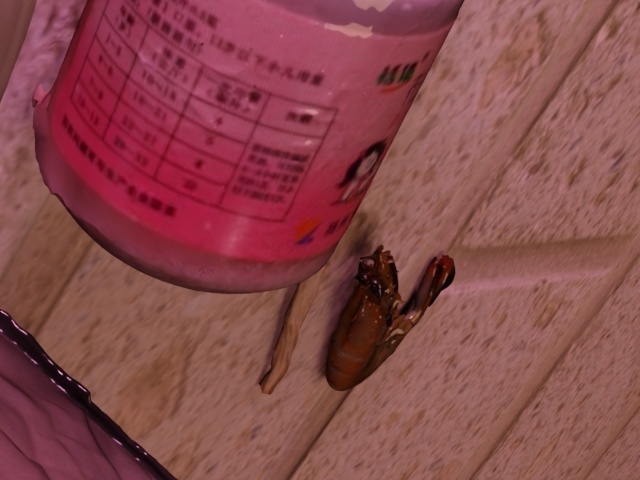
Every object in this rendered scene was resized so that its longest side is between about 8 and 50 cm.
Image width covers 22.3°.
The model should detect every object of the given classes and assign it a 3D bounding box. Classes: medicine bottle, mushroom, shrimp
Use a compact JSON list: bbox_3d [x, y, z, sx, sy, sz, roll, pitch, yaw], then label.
[{"bbox_3d":[-0.016,-0.105,0.652,0.147,0.147,0.247,-17,143,-49],"label":"medicine bottle"},{"bbox_3d":[0.005,-0.001,0.999,0.028,0.026,0.286,-11,142,-30],"label":"mushroom"},{"bbox_3d":[0.056,0.040,1.128,0.124,0.034,0.178,-37,156,-30],"label":"shrimp"}]

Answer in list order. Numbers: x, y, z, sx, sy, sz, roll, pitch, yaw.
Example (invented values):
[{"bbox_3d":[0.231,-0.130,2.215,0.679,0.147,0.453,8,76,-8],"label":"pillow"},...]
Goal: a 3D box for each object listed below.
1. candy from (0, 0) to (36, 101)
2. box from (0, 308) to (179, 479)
[{"bbox_3d":[-0.181,-0.023,0.353,0.386,0.186,0.427,-50,-179,-5],"label":"candy"},{"bbox_3d":[-0.149,0.135,0.641,0.153,0.188,0.252,-48,-179,2],"label":"box"}]
